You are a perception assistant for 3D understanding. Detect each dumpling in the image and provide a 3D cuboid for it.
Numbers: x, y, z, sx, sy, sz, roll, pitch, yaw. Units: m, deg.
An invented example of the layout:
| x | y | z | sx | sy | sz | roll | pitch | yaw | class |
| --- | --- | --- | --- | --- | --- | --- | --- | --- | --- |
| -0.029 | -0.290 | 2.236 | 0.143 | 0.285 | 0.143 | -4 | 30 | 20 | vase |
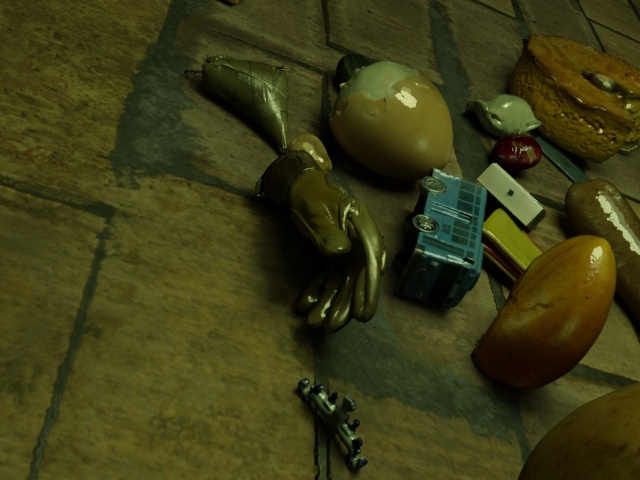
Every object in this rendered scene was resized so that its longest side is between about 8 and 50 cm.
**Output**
| x | y | z | sx | sy | sz | roll | pitch | yaw | class |
| --- | --- | --- | --- | --- | --- | --- | --- | --- | --- |
| 0.414 | -0.289 | 1.649 | 0.169 | 0.100 | 0.134 | -13 | 18 | -20 | dumpling |

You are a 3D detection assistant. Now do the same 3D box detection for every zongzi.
| x | y | z | sx | sy | sz | roll | pitch | yaw | class |
| --- | --- | --- | --- | --- | --- | --- | --- | --- | --- |
| -0.146 | -0.244 | 1.270 | 0.188 | 0.081 | 0.178 | 6 | 61 | -17 | zongzi |

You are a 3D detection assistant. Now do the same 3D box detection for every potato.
| x | y | z | sx | sy | sz | roll | pitch | yaw | class |
| --- | --- | --- | --- | --- | --- | --- | --- | --- | --- |
| -0.017 | -0.149 | 1.255 | 0.083 | 0.062 | 0.068 | 38 | 71 | 25 | potato |

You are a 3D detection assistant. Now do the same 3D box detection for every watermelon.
| x | y | z | sx | sy | sz | roll | pitch | yaw | class |
| --- | --- | --- | --- | --- | --- | --- | --- | --- | --- |
| 0.072 | -0.348 | 1.493 | 0.078 | 0.078 | 0.111 | 10 | 45 | -24 | watermelon |

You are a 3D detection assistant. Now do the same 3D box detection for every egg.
| x | y | z | sx | sy | sz | roll | pitch | yaw | class |
| --- | --- | --- | --- | --- | --- | --- | --- | --- | --- |
| 0.136 | -0.215 | 1.313 | 0.244 | 0.201 | 0.201 | 43 | 41 | -7 | egg |

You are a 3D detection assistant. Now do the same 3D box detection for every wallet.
| x | y | z | sx | sy | sz | roll | pitch | yaw | class |
| --- | --- | --- | --- | --- | --- | --- | --- | --- | --- |
| 0.386 | 0.050 | 1.316 | 0.241 | 0.067 | 0.141 | 44 | 37 | 6 | wallet |

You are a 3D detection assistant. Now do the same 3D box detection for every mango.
| x | y | z | sx | sy | sz | roll | pitch | yaw | class |
| --- | --- | --- | --- | --- | --- | --- | --- | --- | --- |
| 0.356 | 0.105 | 1.088 | 0.138 | 0.257 | 0.187 | 30 | 41 | -2 | mango |

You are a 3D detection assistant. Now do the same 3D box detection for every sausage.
| x | y | z | sx | sy | sz | roll | pitch | yaw | class |
| --- | --- | --- | --- | --- | --- | --- | --- | --- | --- |
| 0.640 | 0.081 | 1.383 | 0.123 | 0.136 | 0.501 | -19 | 61 | -16 | sausage |

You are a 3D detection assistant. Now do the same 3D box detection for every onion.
| x | y | z | sx | sy | sz | roll | pitch | yaw | class |
| --- | --- | --- | --- | --- | --- | --- | --- | --- | --- |
| 0.424 | -0.187 | 1.544 | 0.107 | 0.097 | 0.107 | -5 | 19 | 2 | onion |

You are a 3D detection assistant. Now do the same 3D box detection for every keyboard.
| x | y | z | sx | sy | sz | roll | pitch | yaw | class |
| --- | --- | --- | --- | --- | --- | --- | --- | --- | --- |
| 0.573 | -0.183 | 1.687 | 0.055 | 0.014 | 0.176 | -25 | 66 | -43 | keyboard |

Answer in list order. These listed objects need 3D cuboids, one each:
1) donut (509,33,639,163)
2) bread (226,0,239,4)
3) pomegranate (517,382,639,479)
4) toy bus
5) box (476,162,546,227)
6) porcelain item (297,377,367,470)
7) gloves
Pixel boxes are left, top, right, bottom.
| x | y | z | sx | sy | sz | roll | pitch | yaw | class |
| --- | --- | --- | --- | --- | --- | --- | --- | --- | --- |
| 0.657 | -0.364 | 1.803 | 0.435 | 0.163 | 0.378 | -19 | 56 | -42 | donut |
| -0.230 | -0.586 | 1.537 | 0.200 | 0.077 | 0.116 | 26 | 40 | -9 | bread |
| 0.413 | 0.366 | 0.800 | 0.416 | 0.417 | 0.417 | 17 | 43 | -17 | pomegranate |
| 0.206 | -0.003 | 1.197 | 0.133 | 0.116 | 0.234 | 20 | 43 | 1 | toy bus |
| 0.378 | -0.084 | 1.400 | 0.129 | 0.051 | 0.130 | 47 | 13 | 17 | box |
| 0.025 | 0.221 | 0.909 | 0.021 | 0.075 | 0.136 | -19 | 62 | -41 | porcelain item |
| 0.013 | -0.003 | 1.067 | 0.141 | 0.154 | 0.331 | -1 | 44 | -30 | gloves |
